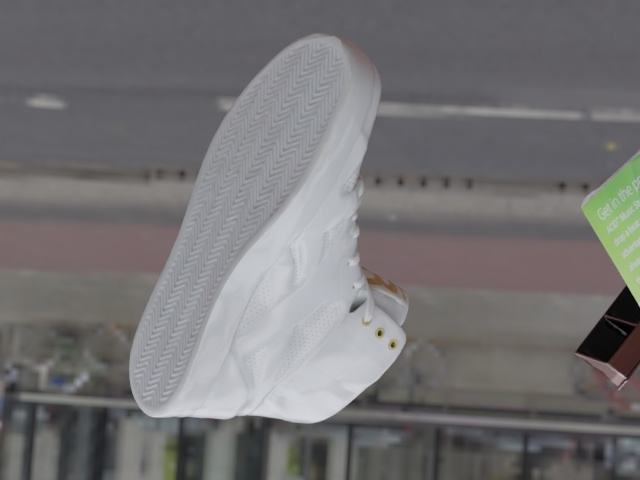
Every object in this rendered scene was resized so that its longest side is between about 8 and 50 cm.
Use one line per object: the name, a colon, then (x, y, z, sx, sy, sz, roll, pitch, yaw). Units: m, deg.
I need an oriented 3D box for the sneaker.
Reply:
sneaker: (0.000, 0.000, 1.286, 0.169, 0.292, 0.108, 10, -151, -37)

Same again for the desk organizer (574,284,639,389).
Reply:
desk organizer: (0.274, 0.058, 1.600, 0.050, 0.130, 0.047, 37, 169, 9)

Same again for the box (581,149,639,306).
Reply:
box: (0.291, 0.056, 1.023, 0.058, 0.322, 0.232, -22, 165, -31)
